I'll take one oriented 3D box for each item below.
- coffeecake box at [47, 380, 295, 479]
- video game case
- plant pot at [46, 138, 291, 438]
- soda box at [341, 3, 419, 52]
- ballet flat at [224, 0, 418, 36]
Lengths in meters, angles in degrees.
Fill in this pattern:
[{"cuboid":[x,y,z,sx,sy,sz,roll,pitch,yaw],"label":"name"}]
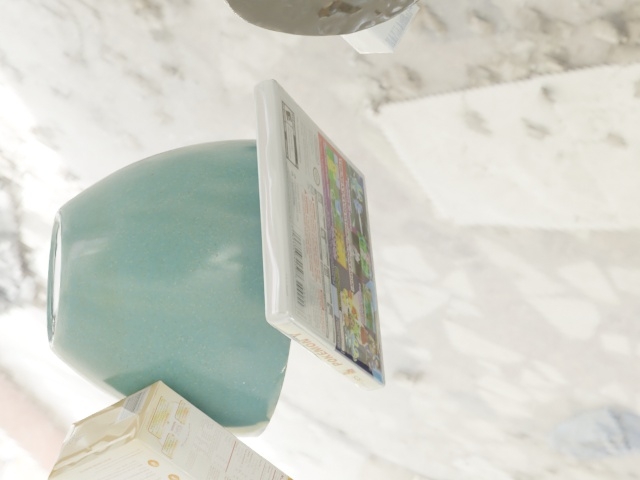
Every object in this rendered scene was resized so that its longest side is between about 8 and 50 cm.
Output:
[{"cuboid":[-0.128,0.223,1.158,0.185,0.068,0.142,41,134,-23],"label":"coffeecake box"},{"cuboid":[0.000,0.000,1.008,0.023,0.201,0.183,-15,152,20],"label":"video game case"},{"cuboid":[-0.155,0.040,1.209,0.196,0.290,0.290,4,160,-17],"label":"plant pot"},{"cuboid":[0.012,-0.309,1.490,0.216,0.069,0.074,38,165,-31],"label":"soda box"},{"cuboid":[0.050,-0.181,0.745,0.058,0.250,0.084,46,149,47],"label":"ballet flat"}]
